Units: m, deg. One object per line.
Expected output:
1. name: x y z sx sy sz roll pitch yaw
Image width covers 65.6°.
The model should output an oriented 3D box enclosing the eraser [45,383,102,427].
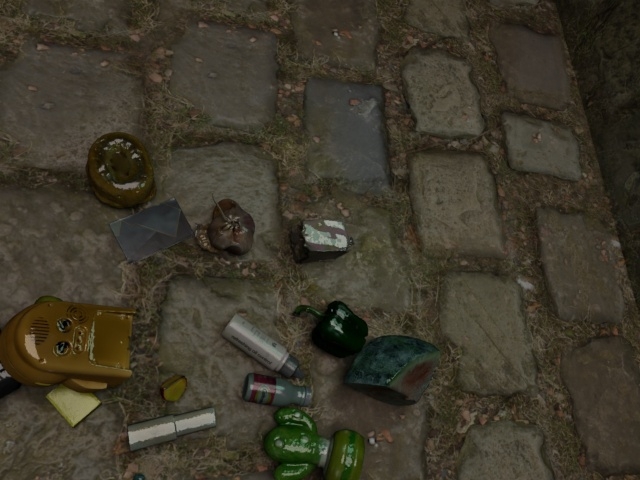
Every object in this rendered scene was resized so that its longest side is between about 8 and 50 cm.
1. eraser: -0.719 0.467 1.451 0.122 0.045 0.097 46 62 2

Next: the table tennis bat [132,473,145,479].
1. table tennis bat: -0.537 0.774 1.412 0.124 0.033 0.201 14 69 -17

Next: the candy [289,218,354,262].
1. candy: 0.000 0.000 1.809 0.195 0.185 0.137 -2 76 -21

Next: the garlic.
1. garlic: -0.349 -0.052 1.697 0.207 0.256 0.207 -11 63 22

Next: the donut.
1. donut: -0.676 -0.237 1.680 0.208 0.128 0.262 -23 78 -25

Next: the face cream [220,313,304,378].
1. face cream: -0.182 0.367 1.659 0.311 0.092 0.092 36 63 -6

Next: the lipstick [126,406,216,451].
1. lipstick: -0.446 0.562 1.497 0.252 0.079 0.078 -8 72 -24

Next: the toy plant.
1. toy plant: -0.027 0.672 1.578 0.315 0.184 0.224 16 58 3

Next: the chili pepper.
1. chili pepper: 0.034 0.293 1.728 0.261 0.165 0.174 32 75 -4

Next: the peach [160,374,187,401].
1. peach: -0.459 0.455 1.546 0.077 0.050 0.083 29 71 -34

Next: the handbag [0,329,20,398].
1. handbag: -0.947 0.327 1.347 0.181 0.181 0.255 -22 80 -34

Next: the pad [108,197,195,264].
1. pad: -0.577 -0.037 1.711 0.243 0.004 0.164 -27 82 -26

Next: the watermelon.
1. watermelon: 0.265 0.471 1.733 0.387 0.228 0.259 -21 111 -46

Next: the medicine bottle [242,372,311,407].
1. medicine bottle: -0.141 0.495 1.625 0.216 0.090 0.091 14 67 -15

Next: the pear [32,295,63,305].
1. pear: -0.815 0.206 1.493 0.097 0.092 0.092 9 60 -63

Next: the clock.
1. clock: -0.701 0.284 1.384 0.317 0.200 0.244 23 48 -43
